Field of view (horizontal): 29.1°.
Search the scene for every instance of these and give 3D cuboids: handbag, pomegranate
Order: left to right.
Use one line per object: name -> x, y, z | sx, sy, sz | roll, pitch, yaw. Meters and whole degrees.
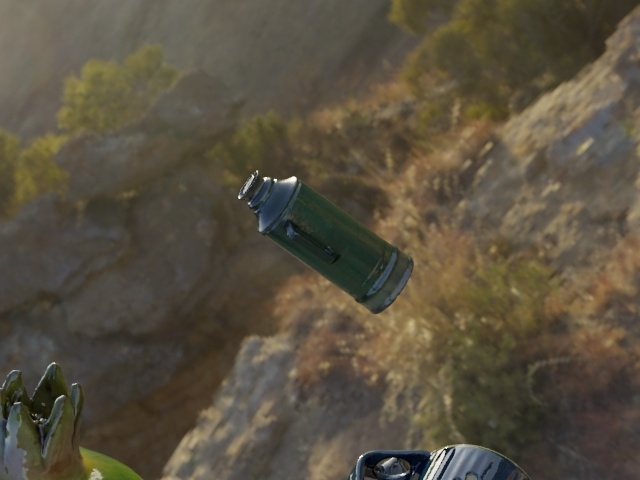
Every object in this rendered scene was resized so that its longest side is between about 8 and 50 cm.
pomegranate -> -0.294, 0.299, 1.336 | 0.216, 0.309, 0.359 | -40, -41, -69
handbag -> 0.091, 0.277, 1.285 | 0.047, 0.111, 0.072 | -28, -13, 1

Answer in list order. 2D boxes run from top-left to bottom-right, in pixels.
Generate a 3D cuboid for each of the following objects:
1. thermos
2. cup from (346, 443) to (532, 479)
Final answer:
thermos -> -0.001, -0.001, 1.256 | 0.073, 0.187, 0.083 | -38, 23, 49
cup -> 0.091, 0.255, 1.042 | 0.155, 0.176, 0.131 | -42, -20, -57
